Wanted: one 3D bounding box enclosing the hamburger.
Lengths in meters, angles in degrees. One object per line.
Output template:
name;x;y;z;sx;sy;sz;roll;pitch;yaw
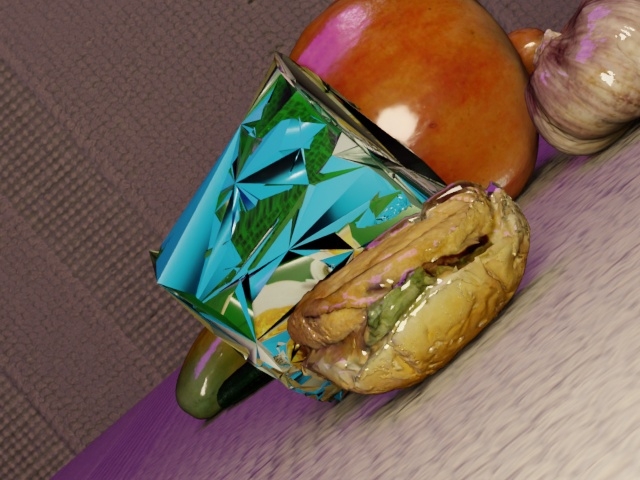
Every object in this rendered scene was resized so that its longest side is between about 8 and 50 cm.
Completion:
hamburger;0.058;0.045;0.763;0.176;0.087;0.102;-34;15;9

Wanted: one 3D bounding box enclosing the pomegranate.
pomegranate;0.100;-0.127;1.192;0.270;0.252;0.229;-36;-11;1

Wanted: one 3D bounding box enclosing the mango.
mango;-0.112;0.143;1.556;0.130;0.092;0.195;-36;14;44

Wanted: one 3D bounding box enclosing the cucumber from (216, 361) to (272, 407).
cucumber;-0.070;0.148;1.412;0.184;0.033;0.036;-39;28;43

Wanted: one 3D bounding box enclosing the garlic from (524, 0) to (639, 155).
garlic;0.224;-0.141;1.017;0.147;0.102;0.159;-56;-2;9

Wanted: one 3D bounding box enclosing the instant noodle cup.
instant noodle cup;0.000;0.000;0.947;0.178;0.240;0.240;-50;1;9
